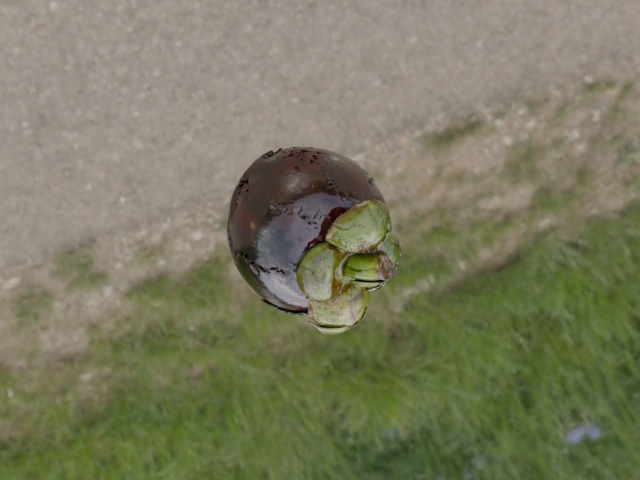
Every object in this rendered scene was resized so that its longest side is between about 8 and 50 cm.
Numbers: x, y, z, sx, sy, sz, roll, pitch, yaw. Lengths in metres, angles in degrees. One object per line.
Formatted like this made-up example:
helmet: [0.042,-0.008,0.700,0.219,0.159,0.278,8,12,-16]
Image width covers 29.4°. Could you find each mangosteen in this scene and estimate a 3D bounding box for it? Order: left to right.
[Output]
mangosteen: [0.000,0.000,1.130,0.166,0.180,0.166,-18,125,-28]
